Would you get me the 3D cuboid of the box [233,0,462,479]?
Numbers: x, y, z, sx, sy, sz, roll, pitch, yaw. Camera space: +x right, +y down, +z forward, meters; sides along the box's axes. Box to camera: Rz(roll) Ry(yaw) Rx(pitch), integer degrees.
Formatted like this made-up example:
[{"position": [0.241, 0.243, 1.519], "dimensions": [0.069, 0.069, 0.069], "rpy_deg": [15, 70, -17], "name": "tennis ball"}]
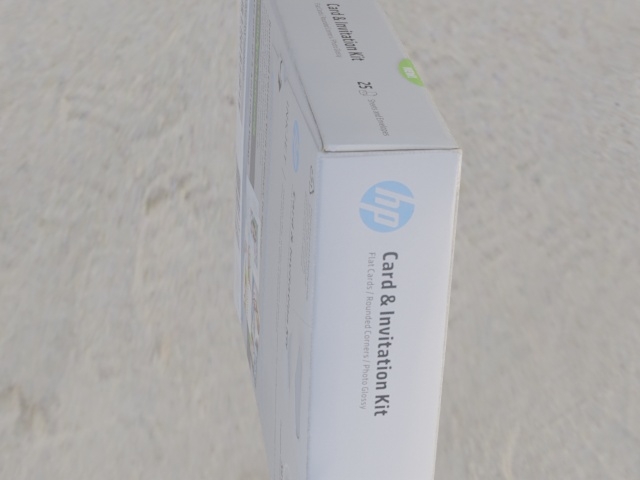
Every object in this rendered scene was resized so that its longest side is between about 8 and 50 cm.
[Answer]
[{"position": [0.000, 0.000, 0.454], "dimensions": [0.038, 0.186, 0.145], "rpy_deg": [-1, 117, -7], "name": "box"}]
